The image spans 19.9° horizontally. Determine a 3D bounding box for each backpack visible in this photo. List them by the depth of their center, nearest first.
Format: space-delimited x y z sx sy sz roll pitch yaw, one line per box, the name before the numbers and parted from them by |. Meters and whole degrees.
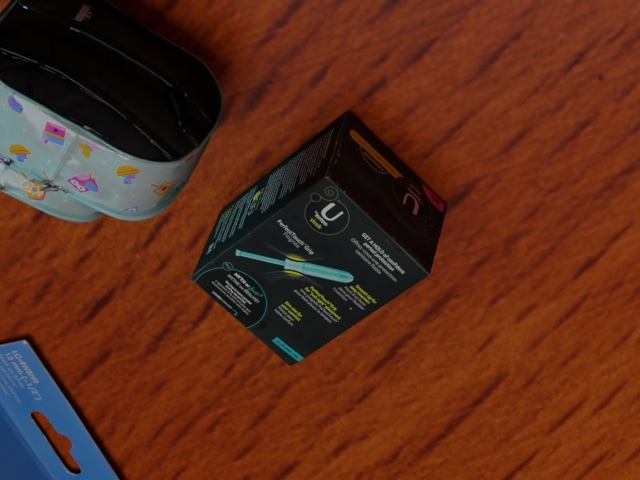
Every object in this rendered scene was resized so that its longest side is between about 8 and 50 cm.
backpack | -0.177 -0.099 1.414 0.188 0.166 0.144 24 129 0

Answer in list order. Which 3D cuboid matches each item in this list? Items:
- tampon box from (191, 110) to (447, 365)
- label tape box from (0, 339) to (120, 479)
tampon box | 0.000 0.000 1.480 0.161 0.101 0.120 -35 111 31
label tape box | -0.378 0.253 1.756 0.348 0.115 0.249 -15 120 25
